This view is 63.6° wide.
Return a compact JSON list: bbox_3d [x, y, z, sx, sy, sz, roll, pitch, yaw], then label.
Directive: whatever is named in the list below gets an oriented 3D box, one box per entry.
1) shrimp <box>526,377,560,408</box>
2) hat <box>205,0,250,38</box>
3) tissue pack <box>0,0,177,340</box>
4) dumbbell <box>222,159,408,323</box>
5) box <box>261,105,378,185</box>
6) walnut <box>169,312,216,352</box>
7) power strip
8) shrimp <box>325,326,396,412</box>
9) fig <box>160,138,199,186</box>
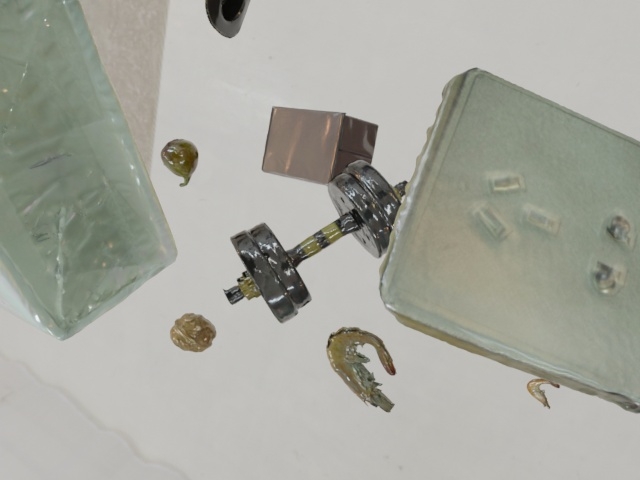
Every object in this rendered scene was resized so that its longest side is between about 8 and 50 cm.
[{"bbox_3d":[0.668,0.452,1.526,0.091,0.025,0.127,-22,115,29],"label":"shrimp"},{"bbox_3d":[-0.158,-0.395,0.847,0.051,0.121,0.121,26,116,19],"label":"hat"},{"bbox_3d":[-0.401,-0.106,0.598,0.405,0.205,0.331,17,133,34],"label":"tissue pack"},{"bbox_3d":[0.000,0.000,0.931,0.389,0.185,0.185,-31,91,-7],"label":"dumbbell"},{"bbox_3d":[-0.002,-0.235,1.319,0.252,0.153,0.188,15,97,43],"label":"box"},{"bbox_3d":[-0.261,0.190,1.063,0.079,0.096,0.082,-50,46,1],"label":"walnut"},{"bbox_3d":[0.158,0.000,0.386,0.213,0.064,0.198,24,78,-1],"label":"power strip"},{"bbox_3d":[0.122,0.324,1.332,0.253,0.058,0.173,44,115,3],"label":"shrimp"},{"bbox_3d":[-0.287,-0.163,1.073,0.084,0.082,0.098,-12,108,31],"label":"fig"}]
